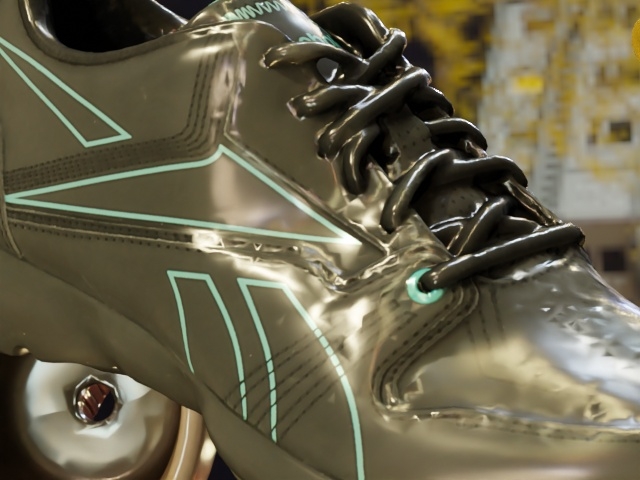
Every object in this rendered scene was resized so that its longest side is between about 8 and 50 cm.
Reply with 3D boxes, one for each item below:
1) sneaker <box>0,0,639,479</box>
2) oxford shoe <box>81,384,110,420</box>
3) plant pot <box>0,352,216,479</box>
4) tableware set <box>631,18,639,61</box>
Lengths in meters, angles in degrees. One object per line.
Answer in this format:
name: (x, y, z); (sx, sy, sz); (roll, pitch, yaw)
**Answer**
sneaker: (0.000, 0.000, 0.454); (0.101, 0.267, 0.106); (-11, -64, -53)
oxford shoe: (-0.228, 0.023, 1.636); (0.140, 0.146, 0.397); (97, -170, -70)
plant pot: (-0.174, 0.105, 1.180); (0.229, 0.263, 0.263); (30, -119, -79)
tableware set: (0.146, -0.016, 0.578); (0.024, 0.104, 0.154); (-16, -114, -29)
